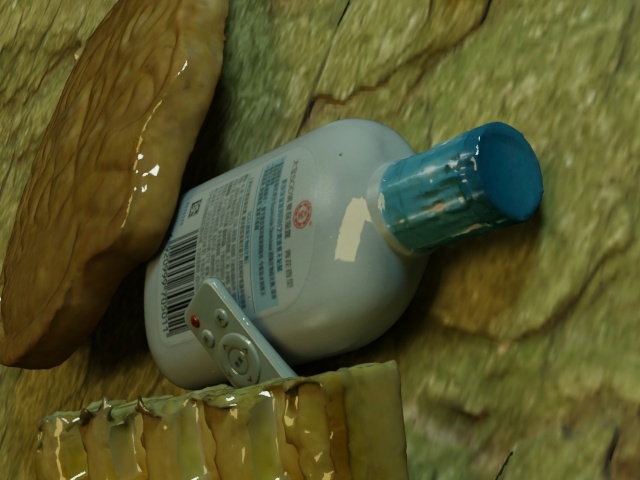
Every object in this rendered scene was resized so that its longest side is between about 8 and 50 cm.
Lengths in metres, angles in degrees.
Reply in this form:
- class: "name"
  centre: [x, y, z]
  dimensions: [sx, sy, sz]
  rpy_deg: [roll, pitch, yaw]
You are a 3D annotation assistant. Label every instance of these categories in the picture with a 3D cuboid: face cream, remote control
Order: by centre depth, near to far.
- class: "remote control"
  centre: [-0.023, 0.102, 0.737]
  dimensions: [0.184, 0.027, 0.050]
  rpy_deg: [50, 133, 17]
- class: "face cream"
  centre: [0.000, 0.000, 0.769]
  dimensions: [0.337, 0.080, 0.163]
  rpy_deg: [-21, 59, 45]

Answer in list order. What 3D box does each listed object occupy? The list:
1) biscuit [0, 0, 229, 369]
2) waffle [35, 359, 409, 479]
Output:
- class: "biscuit"
  centre: [-0.196, -0.084, 1.006]
  dimensions: [0.365, 0.062, 0.385]
  rpy_deg: [-40, 35, 42]
- class: "waffle"
  centre: [-0.071, 0.238, 0.706]
  dimensions: [0.348, 0.078, 0.304]
  rpy_deg: [-12, 81, 48]
